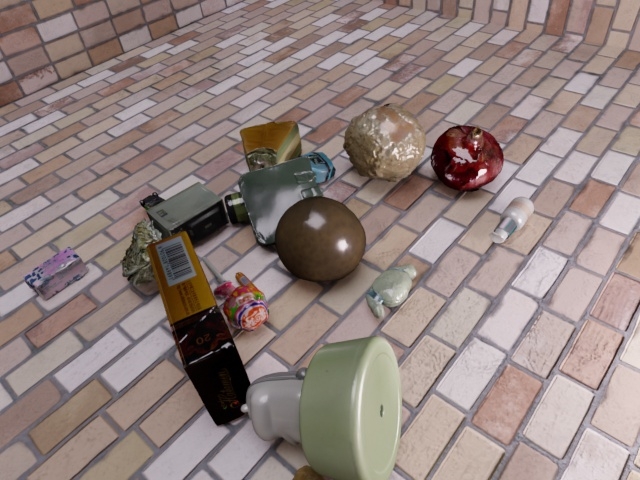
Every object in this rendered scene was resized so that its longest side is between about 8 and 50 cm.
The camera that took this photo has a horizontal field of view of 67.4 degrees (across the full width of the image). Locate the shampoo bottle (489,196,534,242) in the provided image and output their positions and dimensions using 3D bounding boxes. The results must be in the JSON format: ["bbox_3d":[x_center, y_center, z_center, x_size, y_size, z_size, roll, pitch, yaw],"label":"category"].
[{"bbox_3d":[0.581,-0.058,1.462,0.074,0.074,0.192,26,53,30],"label":"shampoo bottle"}]

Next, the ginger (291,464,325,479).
[{"bbox_3d":[-0.094,0.550,0.923,0.294,0.086,0.131,-25,69,-12],"label":"ginger"}]

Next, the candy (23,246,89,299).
[{"bbox_3d":[-0.812,0.101,1.478,0.092,0.073,0.160,28,54,29],"label":"candy"}]

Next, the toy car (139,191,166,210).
[{"bbox_3d":[-0.557,-0.109,1.667,0.165,0.063,0.071,28,53,33],"label":"toy car"}]

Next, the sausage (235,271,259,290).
[{"bbox_3d":[-0.219,0.125,1.408,0.031,0.031,0.107,-30,49,-22],"label":"sausage"}]

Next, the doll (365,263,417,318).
[{"bbox_3d":[0.194,0.129,1.320,0.103,0.072,0.214,22,48,25],"label":"doll"}]

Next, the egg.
[{"bbox_3d":[0.220,-0.334,1.651,0.279,0.279,0.310,-31,26,-23],"label":"egg"}]

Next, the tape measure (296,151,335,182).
[{"bbox_3d":[-0.021,-0.265,1.744,0.125,0.081,0.146,-11,44,-30],"label":"tape measure"}]

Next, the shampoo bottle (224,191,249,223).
[{"bbox_3d":[-0.176,-0.136,1.619,0.283,0.101,0.101,-14,44,-8],"label":"shampoo bottle"}]

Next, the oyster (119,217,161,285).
[{"bbox_3d":[-0.516,0.045,1.431,0.112,0.198,0.268,15,27,-32],"label":"oyster"}]

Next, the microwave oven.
[{"bbox_3d":[-0.427,-0.070,1.565,0.205,0.129,0.163,-35,53,-26],"label":"microwave oven"}]

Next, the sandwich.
[{"bbox_3d":[-0.163,-0.321,1.772,0.227,0.155,0.198,-15,47,-8],"label":"sandwich"}]

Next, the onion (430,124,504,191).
[{"bbox_3d":[0.491,-0.291,1.610,0.252,0.219,0.252,-1,53,2],"label":"onion"}]

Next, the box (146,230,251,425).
[{"bbox_3d":[-0.292,0.205,1.172,0.115,0.264,0.415,-22,44,-15],"label":"box"}]

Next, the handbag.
[{"bbox_3d":[-0.111,-0.125,1.531,0.260,0.079,0.248,-17,81,-10],"label":"handbag"}]

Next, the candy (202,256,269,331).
[{"bbox_3d":[-0.265,0.131,1.373,0.124,0.124,0.365,-29,40,-21],"label":"candy"}]

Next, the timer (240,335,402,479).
[{"bbox_3d":[-0.015,0.349,1.011,0.315,0.291,0.291,-6,42,25],"label":"timer"}]

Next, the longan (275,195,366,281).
[{"bbox_3d":[0.000,0.000,1.368,0.258,0.258,0.258,-4,44,4],"label":"longan"}]
